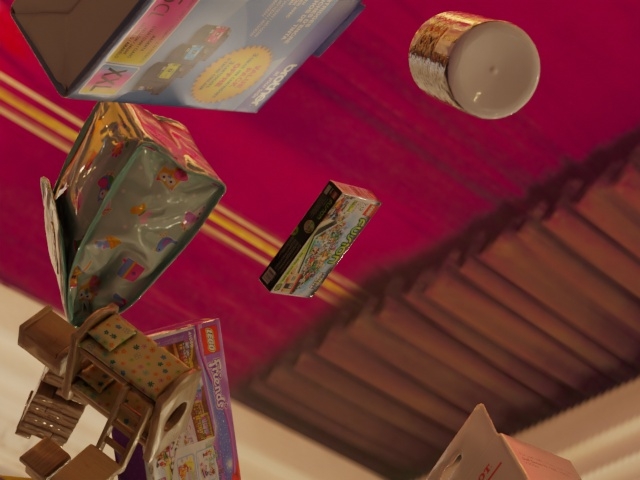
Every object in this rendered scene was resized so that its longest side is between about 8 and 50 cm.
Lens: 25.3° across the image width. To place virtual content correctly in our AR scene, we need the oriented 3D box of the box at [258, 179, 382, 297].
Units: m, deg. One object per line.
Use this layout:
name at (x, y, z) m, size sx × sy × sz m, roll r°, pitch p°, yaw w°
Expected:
box at (0.000, 0.000, 2.301) m, size 0.036 × 0.114 × 0.207 m, roll 48°, pitch -68°, yaw 32°

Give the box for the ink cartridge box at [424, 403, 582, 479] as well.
ink cartridge box at (0.230, 0.371, 1.640) m, size 0.207 × 0.119 × 0.353 m, roll -58°, pitch -155°, yaw 18°

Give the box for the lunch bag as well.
lunch bag at (-0.267, -0.033, 1.832) m, size 0.262 × 0.160 × 0.223 m, roll -55°, pitch -151°, yaw 11°

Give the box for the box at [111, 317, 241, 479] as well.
box at (-0.199, 0.266, 1.954) m, size 0.057 × 0.201 × 0.293 m, roll -6°, pitch -87°, yaw 34°

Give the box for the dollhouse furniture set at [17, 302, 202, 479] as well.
dollhouse furniture set at (-0.231, 0.133, 1.288) m, size 0.161 × 0.182 × 0.101 m, roll -41°, pitch 158°, yaw -42°

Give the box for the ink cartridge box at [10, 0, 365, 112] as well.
ink cartridge box at (-0.112, -0.288, 1.646) m, size 0.270 × 0.395 × 0.151 m, roll -44°, pitch -112°, yaw 30°

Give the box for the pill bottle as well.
pill bottle at (0.197, -0.245, 1.947) m, size 0.130 × 0.130 × 0.245 m, roll -56°, pitch -162°, yaw 3°

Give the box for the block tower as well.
block tower at (-0.420, 0.230, 2.403) m, size 0.335 × 0.097 × 0.091 m, roll -53°, pitch -163°, yaw 47°

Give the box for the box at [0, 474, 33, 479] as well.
box at (-0.458, 0.397, 2.098) m, size 0.105 × 0.179 × 0.043 m, roll -103°, pitch -151°, yaw -50°
